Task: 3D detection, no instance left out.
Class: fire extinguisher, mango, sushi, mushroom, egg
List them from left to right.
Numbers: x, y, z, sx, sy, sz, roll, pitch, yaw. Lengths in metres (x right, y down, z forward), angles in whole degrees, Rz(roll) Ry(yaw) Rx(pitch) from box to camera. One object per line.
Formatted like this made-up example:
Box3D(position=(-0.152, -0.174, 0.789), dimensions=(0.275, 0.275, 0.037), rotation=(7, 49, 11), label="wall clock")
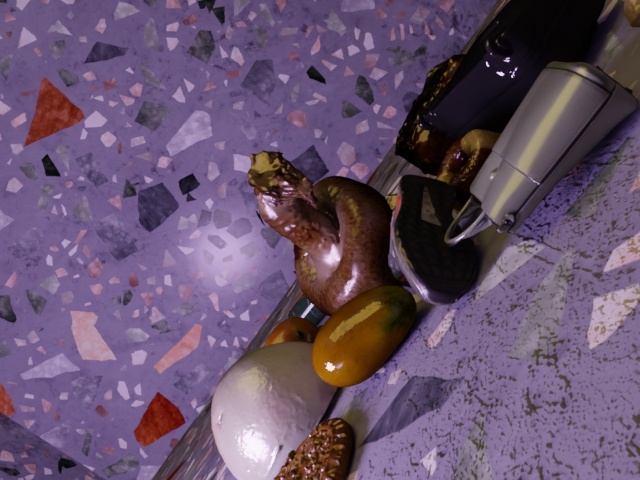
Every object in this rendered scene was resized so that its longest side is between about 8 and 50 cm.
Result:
Box3D(position=(-0.112, 0.328, 1.272), dimensions=(0.337, 0.201, 0.337), rotation=(-54, 7, 10), label="egg")
Box3D(position=(-0.091, 0.312, 1.536), dimensions=(0.254, 0.139, 0.175), rotation=(-62, -8, 5), label="mango")
Box3D(position=(0.017, 0.009, 1.300), dimensions=(0.356, 0.331, 0.334), rotation=(-6, -59, -46), label="mushroom")
Box3D(position=(0.031, 0.136, 1.827), dimensions=(0.311, 0.114, 0.095), rotation=(-54, 44, 22), label="fire extinguisher")
Box3D(position=(0.077, 0.161, 1.067), dimensions=(0.221, 0.120, 0.151), rotation=(-47, 10, 10), label="mango")
Box3D(position=(0.341, -0.321, 1.543), dimensions=(0.343, 0.196, 0.182), rotation=(-61, 24, -8), label="sushi")

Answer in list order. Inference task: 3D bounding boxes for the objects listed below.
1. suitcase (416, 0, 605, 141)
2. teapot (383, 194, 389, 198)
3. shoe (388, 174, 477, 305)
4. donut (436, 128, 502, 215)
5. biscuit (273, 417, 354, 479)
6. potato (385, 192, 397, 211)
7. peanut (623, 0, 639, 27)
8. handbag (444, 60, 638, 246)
Box3D(position=(0.389, -0.367, 1.243), dimensions=(0.339, 0.188, 0.345), rotation=(-58, 4, -23), label="suitcase")
Box3D(position=(0.217, -0.102, 1.866), dimensions=(0.088, 0.066, 0.057), rotation=(34, -107, -73), label="teapot")
Box3D(position=(0.170, 0.029, 1.057), dimensions=(0.336, 0.132, 0.171), rotation=(-84, 5, -56), label="shoe")
Box3D(position=(0.288, -0.136, 1.177), dimensions=(0.166, 0.073, 0.184), rotation=(-70, 14, -15), label="donut")
Box3D(position=(-0.047, 0.415, 0.974), dimensions=(0.305, 0.038, 0.305), rotation=(-54, 5, 7), label="biscuit")
Box3D(position=(0.230, -0.051, 1.379), dimensions=(0.172, 0.089, 0.100), rotation=(-1, 70, 45), label="potato")
Box3D(position=(0.509, -0.394, 0.880), dimensions=(0.194, 0.083, 0.093), rotation=(-53, 19, 11), label="peanut")
Box3D(position=(0.299, -0.103, 0.888), dimensions=(0.315, 0.109, 0.241), rotation=(-58, 3, 17), label="handbag")
